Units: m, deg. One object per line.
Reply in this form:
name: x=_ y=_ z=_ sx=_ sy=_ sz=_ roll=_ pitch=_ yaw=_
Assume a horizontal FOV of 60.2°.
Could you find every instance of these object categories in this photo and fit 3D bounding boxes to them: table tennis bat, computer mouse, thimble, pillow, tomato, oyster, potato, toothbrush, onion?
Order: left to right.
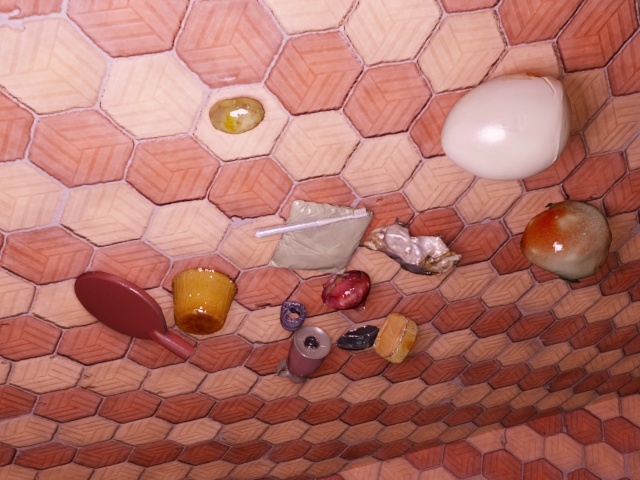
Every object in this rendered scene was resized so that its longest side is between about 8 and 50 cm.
table tennis bat: x=-0.565 y=0.236 z=1.693 sx=0.415 sy=0.051 sz=0.268 roll=40 pitch=133 yaw=-18
potato: x=-0.206 y=-0.309 z=1.373 sx=0.138 sy=0.070 sz=0.091 roll=-14 pitch=136 yaw=-5
thimble: x=-0.098 y=0.270 z=1.974 sx=0.095 sy=0.104 sz=0.066 roll=-5 pitch=133 yaw=-18
toothbrush: x=-0.027 y=-0.052 z=1.652 sx=0.342 sy=0.025 sz=0.030 roll=-13 pitch=121 yaw=-1
pillow: x=0.001 y=0.001 z=1.760 sx=0.274 sy=0.076 sz=0.280 roll=7 pitch=131 yaw=-23
onion: x=0.097 y=0.184 z=1.898 sx=0.184 sy=0.184 sz=0.147 roll=-27 pitch=99 yaw=8
computer mouse: x=0.162 y=0.404 z=2.237 sx=0.192 sy=0.062 sz=0.105 roll=-14 pitch=137 yaw=-8
oyster: x=0.311 y=0.029 z=1.853 sx=0.337 sy=0.133 sz=0.198 roll=24 pitch=150 yaw=-20
tomato: x=0.885 y=0.013 z=1.974 sx=0.304 sy=0.239 sz=0.303 roll=-10 pitch=132 yaw=-12

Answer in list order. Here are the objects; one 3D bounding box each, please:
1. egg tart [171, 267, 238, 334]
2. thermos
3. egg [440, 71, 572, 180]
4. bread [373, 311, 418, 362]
egg tart: x=-0.373 y=0.196 z=1.750 sx=0.215 sy=0.170 sz=0.215 roll=0 pitch=143 yaw=0
thermos: x=-0.076 y=0.463 z=2.156 sx=0.176 sy=0.146 sz=0.265 roll=-4 pitch=141 yaw=-25
egg: x=0.498 y=-0.300 z=1.491 sx=0.345 sy=0.283 sz=0.283 roll=-9 pitch=138 yaw=10
bread: x=0.303 y=0.388 z=2.198 sx=0.114 sy=0.132 sz=0.190 roll=33 pitch=86 yaw=-42
